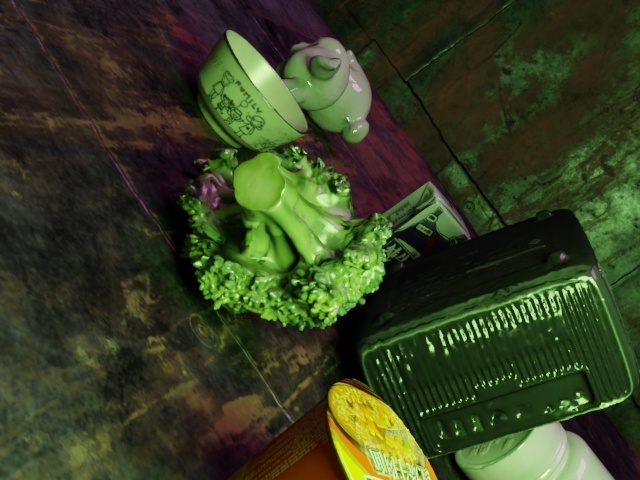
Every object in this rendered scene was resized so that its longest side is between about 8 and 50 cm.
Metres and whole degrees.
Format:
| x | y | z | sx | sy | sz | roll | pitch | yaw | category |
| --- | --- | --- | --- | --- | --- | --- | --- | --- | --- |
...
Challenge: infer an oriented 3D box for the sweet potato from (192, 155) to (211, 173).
| x | y | z | sx | sy | sz | roll | pitch | yaw | category |
| --- | --- | --- | --- | --- | --- | --- | --- | --- | --- |
| -0.118 | -0.069 | 1.446 | 0.264 | 0.057 | 0.057 | 37 | 23 | -48 | sweet potato |

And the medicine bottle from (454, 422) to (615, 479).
| x | y | z | sx | sy | sz | roll | pitch | yaw | category |
| --- | --- | --- | --- | --- | --- | --- | --- | --- | --- |
| 0.422 | 0.467 | 1.580 | 0.379 | 0.213 | 0.213 | 51 | 16 | -12 | medicine bottle |

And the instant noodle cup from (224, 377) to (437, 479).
| x | y | z | sx | sy | sz | roll | pitch | yaw | category |
| --- | --- | --- | --- | --- | --- | --- | --- | --- | --- |
| 0.007 | 0.268 | 0.884 | 0.213 | 0.174 | 0.213 | 48 | 18 | -21 | instant noodle cup |

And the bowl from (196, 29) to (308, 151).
| x | y | z | sx | sy | sz | roll | pitch | yaw | category |
| --- | --- | --- | --- | --- | --- | --- | --- | --- | --- |
| -0.139 | -0.256 | 1.643 | 0.238 | 0.126 | 0.238 | 47 | 17 | -20 | bowl |

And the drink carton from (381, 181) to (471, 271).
| x | y | z | sx | sy | sz | roll | pitch | yaw | category |
| --- | --- | --- | --- | --- | --- | --- | --- | --- | --- |
| 0.184 | 0.000 | 1.855 | 0.134 | 0.222 | 0.102 | 46 | 17 | -25 | drink carton |

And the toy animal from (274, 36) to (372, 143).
| x | y | z | sx | sy | sz | roll | pitch | yaw | category |
| --- | --- | --- | --- | --- | --- | --- | --- | --- | --- |
| 0.007 | -0.368 | 2.182 | 0.241 | 0.196 | 0.367 | 60 | 15 | 17 | toy animal |

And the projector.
| x | y | z | sx | sy | sz | roll | pitch | yaw | category |
| --- | --- | --- | --- | --- | --- | --- | --- | --- | --- |
| 0.276 | 0.137 | 1.463 | 0.405 | 0.395 | 0.242 | -55 | 125 | -73 | projector |

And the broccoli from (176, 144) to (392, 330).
| x | y | z | sx | sy | sz | roll | pitch | yaw | category |
| --- | --- | --- | --- | --- | --- | --- | --- | --- | --- |
| -0.054 | -0.005 | 1.167 | 0.260 | 0.288 | 0.235 | -29 | 121 | -73 | broccoli |
